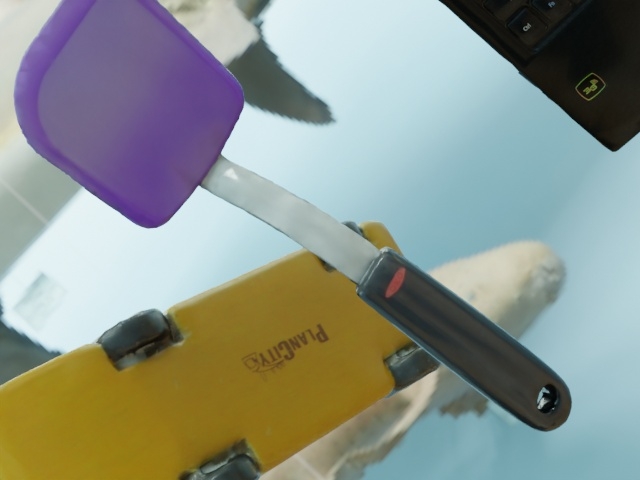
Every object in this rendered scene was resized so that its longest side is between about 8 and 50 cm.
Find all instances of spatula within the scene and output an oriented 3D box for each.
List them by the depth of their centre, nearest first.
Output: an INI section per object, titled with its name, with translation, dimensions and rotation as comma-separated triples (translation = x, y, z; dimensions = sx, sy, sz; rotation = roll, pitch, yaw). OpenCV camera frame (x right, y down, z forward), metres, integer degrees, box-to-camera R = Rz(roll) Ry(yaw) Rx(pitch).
[spatula]
translation = 0.000, 0.000, 0.570
dimensions = 0.084, 0.296, 0.030
rotation = -58, 14, -15

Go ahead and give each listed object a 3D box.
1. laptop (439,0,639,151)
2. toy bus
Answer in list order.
[laptop]
translation = 0.109, -0.150, 0.418
dimensions = 0.234, 0.264, 0.136
rotation = -43, 25, 23
[toy bus]
translation = -0.064, 0.093, 0.753
dimensions = 0.130, 0.108, 0.333
rotation = -38, -9, 40
